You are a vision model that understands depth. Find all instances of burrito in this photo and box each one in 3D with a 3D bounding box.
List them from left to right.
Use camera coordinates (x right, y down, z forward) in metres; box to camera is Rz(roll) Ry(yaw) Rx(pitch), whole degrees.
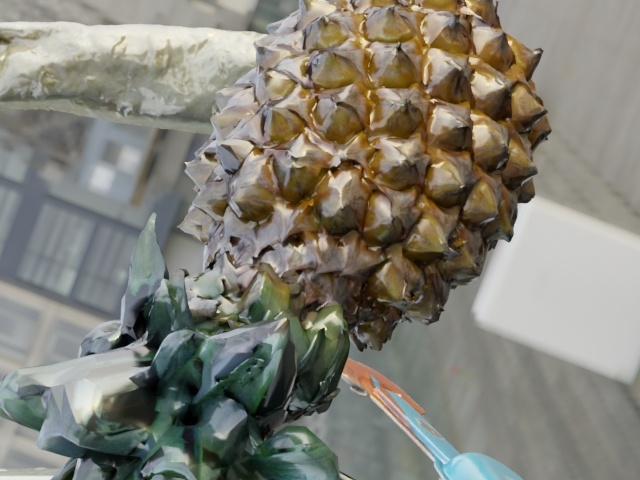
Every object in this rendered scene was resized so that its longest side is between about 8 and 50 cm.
[{"bbox_3d":[-0.106,-0.104,1.285,0.059,0.275,0.082,-80,-7,-63],"label":"burrito"}]

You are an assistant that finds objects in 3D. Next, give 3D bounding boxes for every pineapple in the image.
[{"bbox_3d":[0.000,0.001,0.464,0.103,0.083,0.221,-17,28,38],"label":"pineapple"}]

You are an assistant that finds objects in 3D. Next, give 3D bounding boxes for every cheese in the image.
[{"bbox_3d":[0.083,0.132,1.028,0.037,0.106,0.256,-54,48,6],"label":"cheese"}]

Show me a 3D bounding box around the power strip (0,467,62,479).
[{"bbox_3d":[-0.189,0.179,1.259,0.098,0.338,0.058,3,-96,-54],"label":"power strip"}]
